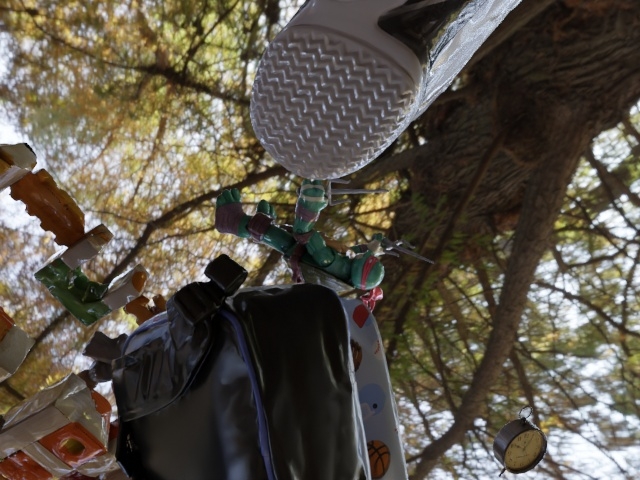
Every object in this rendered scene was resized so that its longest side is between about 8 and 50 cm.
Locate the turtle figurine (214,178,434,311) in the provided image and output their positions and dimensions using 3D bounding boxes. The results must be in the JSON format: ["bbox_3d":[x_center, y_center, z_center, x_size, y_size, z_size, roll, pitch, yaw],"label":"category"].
[{"bbox_3d":[0.000,0.000,0.618,0.234,0.175,0.118,16,-108,29],"label":"turtle figurine"}]

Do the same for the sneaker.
[{"bbox_3d":[0.098,-0.213,0.428,0.137,0.366,0.210,42,-158,-4],"label":"sneaker"}]

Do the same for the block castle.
[{"bbox_3d":[-0.364,0.127,0.682,0.453,0.213,0.303,54,-164,-23],"label":"block castle"}]

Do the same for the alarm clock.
[{"bbox_3d":[0.491,0.487,1.329,0.129,0.064,0.192,-3,-70,-18],"label":"alarm clock"}]

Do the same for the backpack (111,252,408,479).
[{"bbox_3d":[-0.068,0.161,0.472,0.213,0.263,0.276,-1,-99,-45],"label":"backpack"}]
